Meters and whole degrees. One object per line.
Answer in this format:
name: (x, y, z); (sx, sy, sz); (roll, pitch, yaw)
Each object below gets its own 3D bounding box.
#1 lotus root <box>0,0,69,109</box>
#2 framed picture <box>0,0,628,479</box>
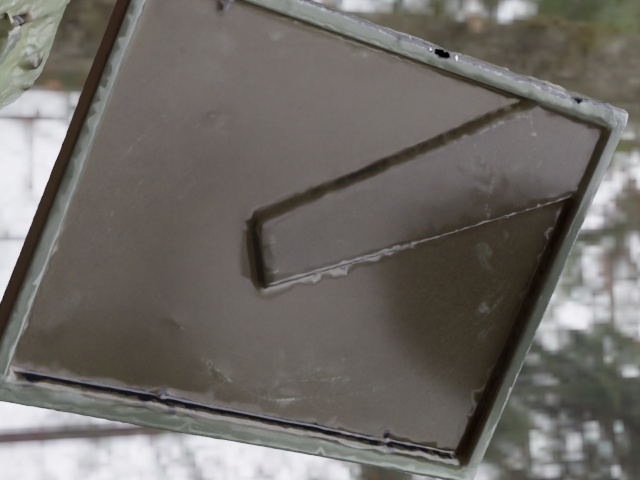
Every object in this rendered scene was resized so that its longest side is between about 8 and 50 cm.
lotus root: (-0.200, -0.097, 0.856); (0.119, 0.138, 0.235); (49, -46, 5)
framed picture: (0.000, 0.000, 1.049); (0.022, 0.335, 0.247); (36, -72, 52)
